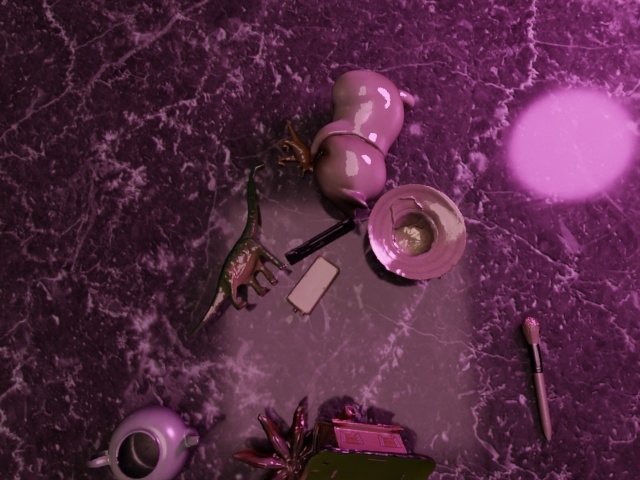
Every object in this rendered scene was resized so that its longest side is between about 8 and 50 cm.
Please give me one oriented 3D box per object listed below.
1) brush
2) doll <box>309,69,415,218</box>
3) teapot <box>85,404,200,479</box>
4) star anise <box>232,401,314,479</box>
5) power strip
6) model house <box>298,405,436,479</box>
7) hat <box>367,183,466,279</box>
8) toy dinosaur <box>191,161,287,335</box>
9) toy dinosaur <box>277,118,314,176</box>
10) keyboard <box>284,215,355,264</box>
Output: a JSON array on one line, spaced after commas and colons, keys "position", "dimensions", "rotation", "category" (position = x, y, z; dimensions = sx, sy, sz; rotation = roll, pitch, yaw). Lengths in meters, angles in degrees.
[{"position": [0.546, 0.340, 1.089], "dimensions": [0.042, 0.039, 0.299], "rotation": [-7, 80, 1], "category": "brush"}, {"position": [0.093, -0.262, 1.135], "dimensions": [0.226, 0.215, 0.370], "rotation": [24, 79, -9], "category": "doll"}, {"position": [-0.416, 0.501, 1.057], "dimensions": [0.295, 0.129, 0.193], "rotation": [-13, 78, 0], "category": "teapot"}, {"position": [-0.071, 0.539, 1.054], "dimensions": [0.288, 0.088, 0.288], "rotation": [2, 73, -7], "category": "star anise"}, {"position": [-0.023, 0.123, 1.160], "dimensions": [0.076, 0.028, 0.169], "rotation": [37, 81, 8], "category": "power strip"}, {"position": [0.080, 0.505, 1.018], "dimensions": [0.294, 0.154, 0.207], "rotation": [14, 113, -17], "category": "model house"}, {"position": [0.236, -0.011, 1.130], "dimensions": [0.252, 0.110, 0.251], "rotation": [1, 79, -4], "category": "hat"}, {"position": [-0.238, 0.016, 1.164], "dimensions": [0.447, 0.087, 0.301], "rotation": [-41, 79, -9], "category": "toy dinosaur"}, {"position": [-0.051, -0.256, 1.231], "dimensions": [0.126, 0.039, 0.161], "rotation": [13, 75, -5], "category": "toy dinosaur"}, {"position": [0.000, 0.000, 1.166], "dimensions": [0.204, 0.061, 0.013], "rotation": [-30, 60, -3], "category": "keyboard"}]
